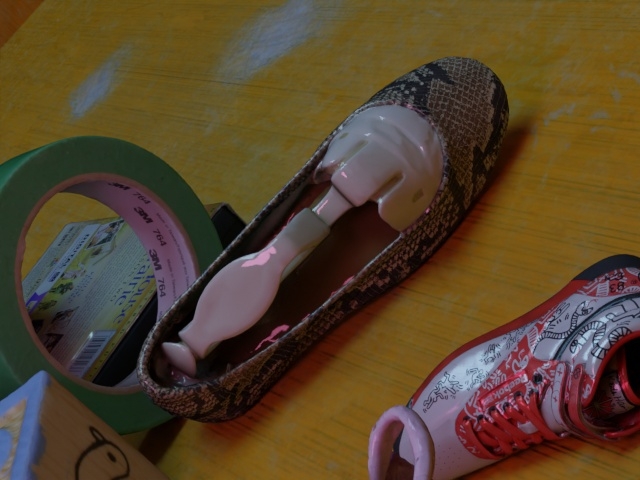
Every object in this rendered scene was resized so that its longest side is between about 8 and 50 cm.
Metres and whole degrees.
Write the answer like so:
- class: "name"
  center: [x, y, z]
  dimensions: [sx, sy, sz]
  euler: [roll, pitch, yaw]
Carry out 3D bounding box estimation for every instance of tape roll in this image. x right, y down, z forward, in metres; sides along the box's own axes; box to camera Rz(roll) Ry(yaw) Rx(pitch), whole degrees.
- class: "tape roll"
  center: [-0.244, 0.051, 2.054]
  dimensions: [0.077, 0.321, 0.321]
  euler: [-14, 38, 48]

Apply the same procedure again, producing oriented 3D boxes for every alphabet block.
- class: "alphabet block"
  center: [-0.277, 0.286, 1.885]
  dimensions: [0.193, 0.197, 0.192]
  euler: [-36, 26, 21]

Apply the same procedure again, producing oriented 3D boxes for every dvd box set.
- class: "dvd box set"
  center: [-0.288, 0.095, 2.385]
  dimensions: [0.420, 0.062, 0.307]
  euler: [-6, 44, 56]

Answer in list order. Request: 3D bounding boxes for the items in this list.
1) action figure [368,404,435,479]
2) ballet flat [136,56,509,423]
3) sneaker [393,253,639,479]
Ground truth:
- class: "action figure"
  center: [-0.028, 0.325, 1.353]
  dimensions: [0.370, 0.276, 0.248]
  euler: [-21, 37, 18]
- class: "ballet flat"
  center: [0.000, 0.000, 1.918]
  dimensions: [0.483, 0.164, 0.182]
  euler: [-45, -15, 5]
- class: "sneaker"
  center: [0.174, 0.127, 1.538]
  dimensions: [0.270, 0.090, 0.145]
  euler: [-38, 22, 10]
